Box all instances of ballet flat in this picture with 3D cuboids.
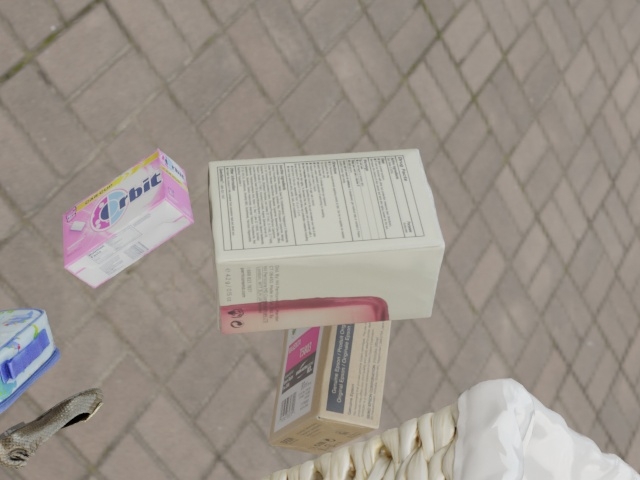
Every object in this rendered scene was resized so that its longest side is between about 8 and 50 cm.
[{"bbox_3d":[-0.413,0.291,1.533,0.058,0.084,0.250,51,23,7],"label":"ballet flat"}]

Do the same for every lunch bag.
[{"bbox_3d":[-0.444,0.162,1.262,0.219,0.176,0.090,-63,141,-71],"label":"lunch bag"}]

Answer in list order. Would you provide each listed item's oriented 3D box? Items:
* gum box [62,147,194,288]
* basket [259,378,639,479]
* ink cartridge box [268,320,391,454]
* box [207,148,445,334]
[{"bbox_3d":[-0.270,-0.027,1.357,0.062,0.188,0.107,44,20,-42],"label":"gum box"},{"bbox_3d":[0.092,0.313,0.554,0.331,0.266,0.328,37,45,-31],"label":"basket"},{"bbox_3d":[0.011,0.173,1.337,0.088,0.234,0.193,13,66,-14],"label":"ink cartridge box"},{"bbox_3d":[0.000,0.000,1.058,0.126,0.233,0.148,93,-9,-48],"label":"box"}]
